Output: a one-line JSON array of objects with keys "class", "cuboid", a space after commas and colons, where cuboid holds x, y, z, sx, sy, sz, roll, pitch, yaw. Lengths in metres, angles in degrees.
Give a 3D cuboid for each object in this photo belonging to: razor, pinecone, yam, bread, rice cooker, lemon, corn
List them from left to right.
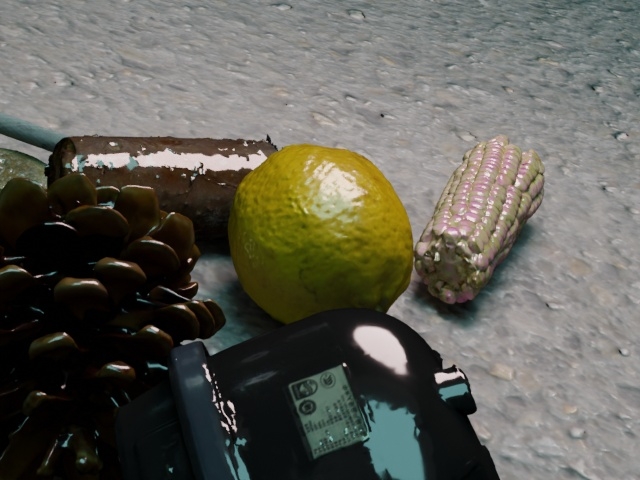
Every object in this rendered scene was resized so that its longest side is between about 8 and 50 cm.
[{"class": "bread", "cuboid": [-0.380, -0.082, 1.251, 0.193, 0.036, 0.112, 12, 29, -8]}, {"class": "razor", "cuboid": [-0.369, -0.138, 1.283, 0.232, 0.068, 0.106, 18, 17, 12]}, {"class": "pinecone", "cuboid": [-0.201, 0.088, 0.844, 0.264, 0.264, 0.264, 12, 30, -7]}, {"class": "yam", "cuboid": [-0.169, -0.061, 1.221, 0.280, 0.131, 0.131, 0, 34, -28]}, {"class": "rice cooker", "cuboid": [0.000, 0.180, 0.704, 0.224, 0.267, 0.267, -18, 36, -4]}, {"class": "lemon", "cuboid": [0.000, 0.000, 1.134, 0.192, 0.192, 0.231, -6, 52, -32]}, {"class": "corn", "cuboid": [0.200, -0.027, 1.358, 0.127, 0.126, 0.335, 23, 34, 12]}]
